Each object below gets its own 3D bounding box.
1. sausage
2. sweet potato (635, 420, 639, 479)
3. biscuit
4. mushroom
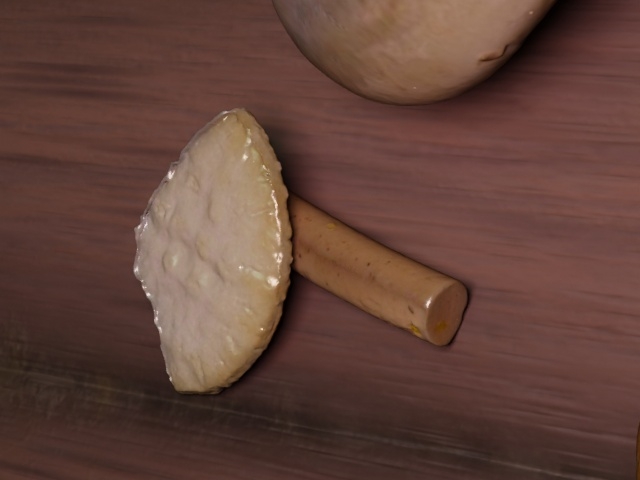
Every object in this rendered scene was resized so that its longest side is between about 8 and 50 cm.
[{"bbox_3d":[-0.001,0.002,1.535,0.301,0.066,0.066,30,92,38],"label":"sausage"},{"bbox_3d":[0.287,0.194,1.221,0.158,0.158,0.370,-3,64,32],"label":"sweet potato"},{"bbox_3d":[-0.099,0.011,1.559,0.188,0.040,0.265,19,106,40],"label":"biscuit"},{"bbox_3d":[0.115,-0.281,1.455,0.362,0.294,0.362,-35,50,54],"label":"mushroom"}]
